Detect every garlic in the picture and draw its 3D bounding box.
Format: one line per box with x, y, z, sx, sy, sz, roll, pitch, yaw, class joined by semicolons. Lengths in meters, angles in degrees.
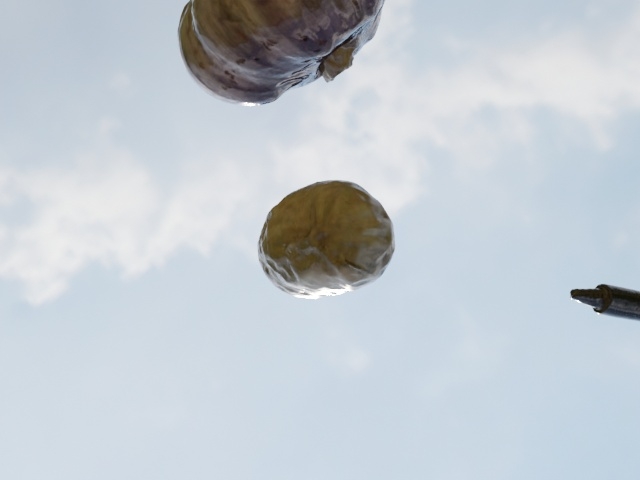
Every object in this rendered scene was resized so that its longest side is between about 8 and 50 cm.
-0.016;-0.148;1.209;0.159;0.102;0.147;-37;177;6;garlic

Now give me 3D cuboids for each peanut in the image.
0.000;0.000;1.502;0.099;0.099;0.214;-40;-177;-7;peanut

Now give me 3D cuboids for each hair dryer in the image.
0.355;0.071;1.957;0.128;0.255;0.070;11;-91;65;hair dryer
